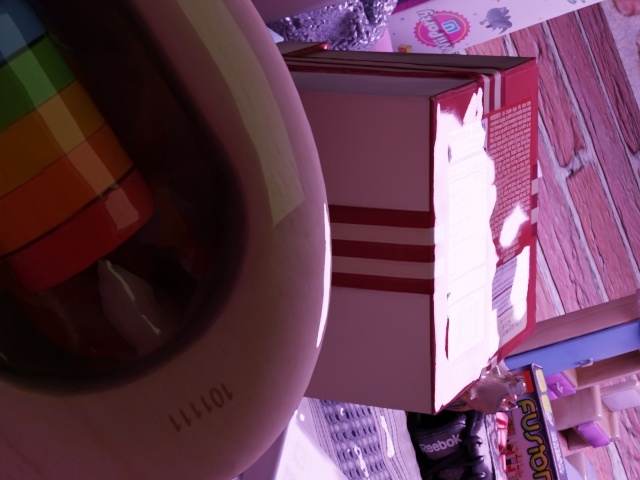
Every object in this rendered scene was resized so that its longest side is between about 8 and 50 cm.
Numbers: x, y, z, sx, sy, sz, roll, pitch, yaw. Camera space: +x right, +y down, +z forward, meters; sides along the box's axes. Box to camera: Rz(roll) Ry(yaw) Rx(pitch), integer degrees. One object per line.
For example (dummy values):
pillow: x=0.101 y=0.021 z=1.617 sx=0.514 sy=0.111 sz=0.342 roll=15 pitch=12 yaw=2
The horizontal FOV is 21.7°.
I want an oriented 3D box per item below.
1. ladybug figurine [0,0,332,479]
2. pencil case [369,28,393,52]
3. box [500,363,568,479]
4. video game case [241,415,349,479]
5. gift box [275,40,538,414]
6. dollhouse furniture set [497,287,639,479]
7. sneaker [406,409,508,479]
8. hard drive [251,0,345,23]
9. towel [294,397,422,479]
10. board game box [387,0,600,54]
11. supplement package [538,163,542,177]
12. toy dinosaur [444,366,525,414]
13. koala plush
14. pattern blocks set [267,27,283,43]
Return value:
ladybug figurine: x=-0.175 y=-0.056 z=0.951 sx=0.449 sy=0.305 sz=0.162 roll=62 pitch=-10 yaw=-12
pencil case: x=0.036 y=-0.140 z=1.673 sx=0.124 sy=0.124 sz=0.284 roll=2 pitch=69 yaw=-66
box: x=0.200 y=0.245 z=1.768 sx=0.036 sy=0.114 sz=0.207 roll=24 pitch=52 yaw=-61
video game case: x=0.003 y=0.346 z=1.271 sx=0.300 sy=0.036 sz=0.329 roll=53 pitch=38 yaw=-38
gift box: x=0.000 y=0.000 z=1.217 sx=0.255 sy=0.258 sz=0.276 roll=-17 pitch=111 yaw=-63
dollhouse furniture set: x=0.348 y=0.263 z=1.988 sx=0.286 sy=0.198 sz=0.303 roll=46 pitch=34 yaw=-46
sneaker: x=0.142 y=0.243 z=1.657 sx=0.135 sy=0.097 sz=0.276 roll=35 pitch=40 yaw=-56
hard drive: x=-0.117 y=-0.187 z=1.068 sx=0.203 sy=0.307 sz=0.040 roll=27 pitch=61 yaw=-46
towel: x=0.016 y=0.136 z=1.500 sx=0.312 sy=0.056 sz=0.324 roll=9 pitch=65 yaw=-65
board game box: x=0.136 y=-0.320 z=1.797 sx=0.097 sy=0.303 sz=0.224 roll=42 pitch=36 yaw=-50
supplement package: x=0.124 y=-0.091 z=1.758 sx=0.105 sy=0.179 sz=0.105 roll=4 pitch=70 yaw=-66
toy dinosaur: x=0.060 y=0.033 z=1.458 sx=0.127 sy=0.200 sz=0.295 roll=-28 pitch=72 yaw=-32
koala plush: x=-0.036 y=-0.253 z=1.513 sx=0.221 sy=0.196 sz=0.203 roll=1 pitch=82 yaw=-71
pattern blocks set: x=-0.138 y=-0.269 z=1.286 sx=0.325 sy=0.026 sz=0.285 roll=21 pitch=78 yaw=-33
